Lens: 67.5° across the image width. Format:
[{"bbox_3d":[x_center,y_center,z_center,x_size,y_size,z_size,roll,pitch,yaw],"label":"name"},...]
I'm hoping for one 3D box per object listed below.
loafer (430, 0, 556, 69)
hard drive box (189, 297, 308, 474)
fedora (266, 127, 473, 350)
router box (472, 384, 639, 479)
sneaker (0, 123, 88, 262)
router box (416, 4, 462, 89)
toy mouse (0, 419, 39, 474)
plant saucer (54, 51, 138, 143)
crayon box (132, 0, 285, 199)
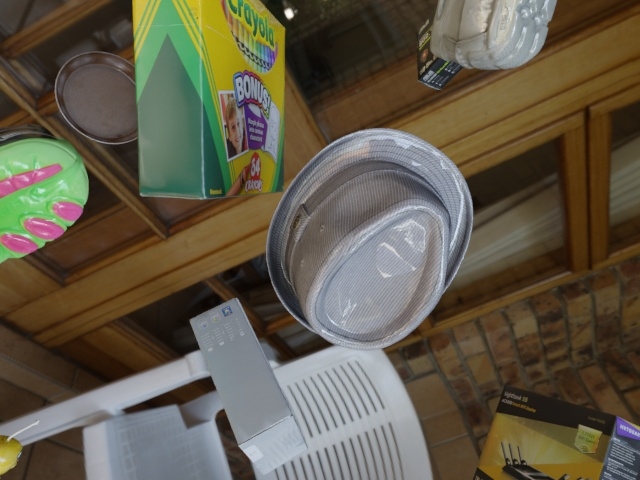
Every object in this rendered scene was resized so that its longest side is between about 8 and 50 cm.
[{"bbox_3d":[0.176,-0.322,0.433,0.112,0.319,0.112,3,16,-47],"label":"loafer"},{"bbox_3d":[-0.118,0.243,0.803,0.232,0.089,0.181,54,-16,36],"label":"hard drive box"},{"bbox_3d":[0.064,0.017,0.548,0.244,0.275,0.124,35,14,-15],"label":"fedora"},{"bbox_3d":[0.431,0.424,0.903,0.081,0.242,0.309,26,-13,-9],"label":"router box"},{"bbox_3d":[-0.558,-0.018,0.648,0.202,0.483,0.185,51,-21,45],"label":"sneaker"},{"bbox_3d":[0.170,-0.264,0.596,0.038,0.122,0.092,15,64,-21],"label":"router box"},{"bbox_3d":[-0.448,0.255,0.584,0.143,0.161,0.031,31,16,-12],"label":"toy mouse"},{"bbox_3d":[-0.390,-0.256,0.873,0.169,0.029,0.168,4,82,-35],"label":"plant saucer"},{"bbox_3d":[-0.151,-0.230,0.767,0.363,0.106,0.312,-33,125,-76],"label":"crayon box"}]
